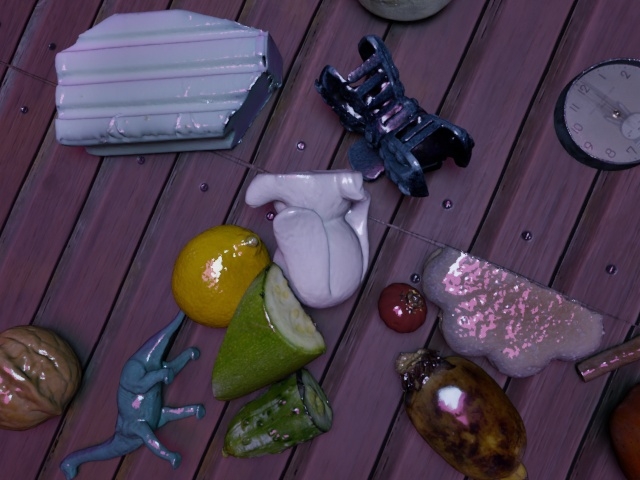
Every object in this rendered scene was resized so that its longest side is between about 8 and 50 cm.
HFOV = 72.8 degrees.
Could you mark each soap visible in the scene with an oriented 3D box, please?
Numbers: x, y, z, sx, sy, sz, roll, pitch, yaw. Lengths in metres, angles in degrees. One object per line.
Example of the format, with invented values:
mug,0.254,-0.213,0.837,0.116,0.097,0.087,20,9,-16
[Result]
soap,-0.310,-0.324,0.909,0.446,0.156,0.261,-2,86,8

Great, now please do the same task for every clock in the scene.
clock,0.571,-0.244,0.837,0.214,0.042,0.215,-1,86,9

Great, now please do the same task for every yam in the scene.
yam,0.634,0.183,0.800,0.326,0.045,0.045,-26,114,7

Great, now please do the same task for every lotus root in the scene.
lotus root,0.267,0.325,0.791,0.169,0.141,0.314,-45,83,7

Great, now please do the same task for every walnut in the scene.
walnut,-0.609,0.285,0.899,0.213,0.213,0.213,-1,86,8

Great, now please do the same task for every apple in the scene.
apple,0.606,0.338,0.707,0.234,0.234,0.234,-1,86,8

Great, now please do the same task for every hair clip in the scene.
hair clip,0.138,-0.220,0.817,0.194,0.206,0.310,-36,78,-1

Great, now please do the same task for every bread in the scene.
bread,0.339,0.148,0.817,0.337,0.102,0.183,26,94,7

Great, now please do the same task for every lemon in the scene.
lemon,-0.191,0.070,0.851,0.187,0.187,0.244,41,116,9

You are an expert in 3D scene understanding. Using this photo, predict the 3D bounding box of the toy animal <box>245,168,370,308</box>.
toy animal,0.000,0.000,0.816,0.206,0.271,0.265,3,100,33

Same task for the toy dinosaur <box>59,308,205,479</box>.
toy dinosaur,-0.425,0.323,0.922,0.330,0.129,0.384,-4,85,17

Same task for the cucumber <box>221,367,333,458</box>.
cucumber,-0.101,0.364,0.857,0.244,0.134,0.134,-34,82,10

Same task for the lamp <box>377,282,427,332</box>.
lamp,0.160,0.131,0.847,0.101,0.090,0.101,11,61,-21

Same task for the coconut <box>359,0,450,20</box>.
coconut,0.161,-0.562,0.812,0.244,0.247,0.245,-1,87,10

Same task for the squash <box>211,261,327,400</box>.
squash,-0.149,0.197,0.806,0.288,0.111,0.203,-32,91,33
